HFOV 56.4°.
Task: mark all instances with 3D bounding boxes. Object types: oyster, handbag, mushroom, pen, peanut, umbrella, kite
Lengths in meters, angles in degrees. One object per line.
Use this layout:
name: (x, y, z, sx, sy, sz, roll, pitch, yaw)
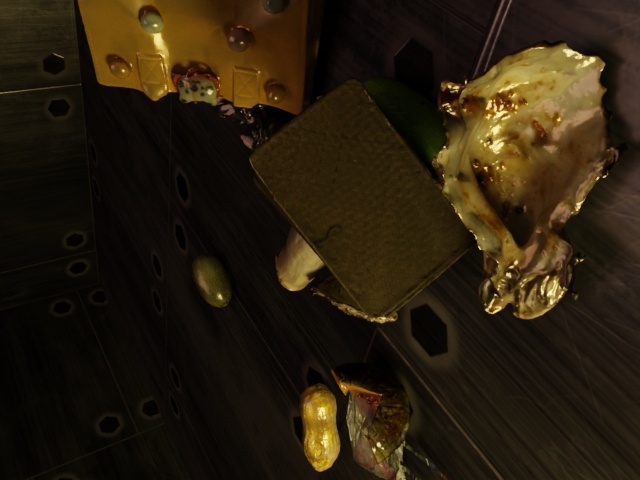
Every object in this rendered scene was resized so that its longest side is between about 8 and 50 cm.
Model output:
oyster: (0.062, 0.104, 1.067, 0.177, 0.105, 0.056, 17, 111, 28)
handbag: (-0.202, -0.360, 1.021, 0.283, 0.400, 0.133, 99, -178, -47)
mushroom: (0.000, 0.000, 1.050, 0.351, 0.095, 0.123, 137, 138, -64)
oyster: (0.236, -0.051, 0.678, 0.133, 0.197, 0.337, -67, -35, -64)
pen: (-0.124, -0.193, 1.301, 0.218, 0.026, 0.026, 40, 136, 44)
peanut: (-0.001, 0.416, 1.333, 0.087, 0.087, 0.207, 19, 117, 55)
umbrella: (-0.123, -0.240, 1.188, 0.272, 0.122, 0.110, 48, 164, 24)
kite: (0.149, 0.430, 1.154, 0.360, 0.022, 0.204, 31, 129, 55)

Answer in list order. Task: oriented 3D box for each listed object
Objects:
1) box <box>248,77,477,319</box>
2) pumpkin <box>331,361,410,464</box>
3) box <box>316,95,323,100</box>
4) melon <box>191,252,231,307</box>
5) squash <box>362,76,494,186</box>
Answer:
box: (0.049, -0.051, 0.814, 0.273, 0.184, 0.143, 51, 175, -4)
pumpkin: (0.102, 0.292, 1.074, 0.183, 0.107, 0.119, 59, 177, 26)
box: (0.035, -0.202, 0.976, 0.079, 0.035, 0.083, -1, 87, 29)
melon: (-0.304, 0.113, 1.676, 0.162, 0.099, 0.099, 65, 149, 9)
squash: (0.141, -0.149, 0.830, 0.292, 0.082, 0.082, 50, 142, 35)
